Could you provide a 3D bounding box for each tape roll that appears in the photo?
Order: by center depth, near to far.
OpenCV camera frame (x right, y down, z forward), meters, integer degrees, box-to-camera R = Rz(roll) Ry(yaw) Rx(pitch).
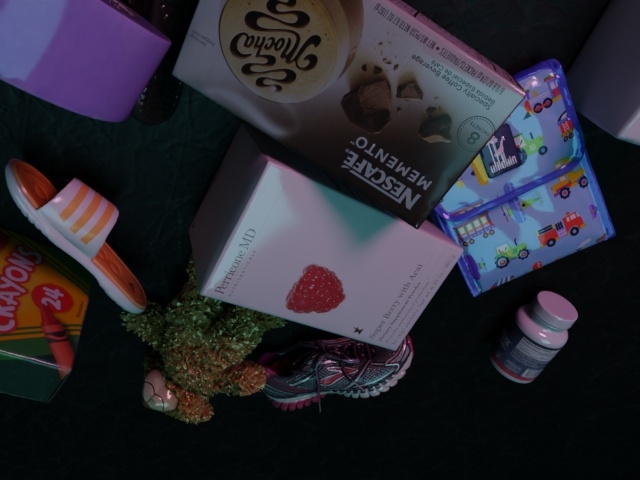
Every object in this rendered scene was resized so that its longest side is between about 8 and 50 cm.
[{"bbox_3d":[-0.220,-0.179,0.372,0.189,0.189,0.080,28,104,-31],"label":"tape roll"}]

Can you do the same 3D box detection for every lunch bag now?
[{"bbox_3d":[0.257,-0.100,0.695,0.221,0.138,0.293,-26,118,9],"label":"lunch bag"}]

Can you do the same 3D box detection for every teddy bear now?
[{"bbox_3d":[-0.193,0.166,0.752,0.338,0.113,0.245,-35,106,25],"label":"teddy bear"}]

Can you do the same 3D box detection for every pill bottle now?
[{"bbox_3d":[0.429,0.192,0.970,0.108,0.108,0.180,6,127,-18],"label":"pill bottle"}]

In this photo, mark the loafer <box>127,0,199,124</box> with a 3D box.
[{"bbox_3d":[-0.170,-0.232,0.490,0.078,0.080,0.219,32,109,16],"label":"loafer"}]

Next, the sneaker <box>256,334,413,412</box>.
[{"bbox_3d":[0.027,0.232,0.899,0.300,0.120,0.112,-18,129,2],"label":"sneaker"}]

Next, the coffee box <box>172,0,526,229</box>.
[{"bbox_3d":[0.028,-0.170,0.493,0.297,0.118,0.168,33,120,-4],"label":"coffee box"}]

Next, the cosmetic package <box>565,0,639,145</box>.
[{"bbox_3d":[0.493,-0.293,0.555,0.218,0.156,0.384,10,127,-20],"label":"cosmetic package"}]

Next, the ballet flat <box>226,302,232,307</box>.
[{"bbox_3d":[-0.204,0.171,0.836,0.058,0.049,0.173,32,116,-34],"label":"ballet flat"}]

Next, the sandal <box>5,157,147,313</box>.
[{"bbox_3d":[-0.292,-0.013,0.636,0.076,0.102,0.265,-31,128,-3],"label":"sandal"}]

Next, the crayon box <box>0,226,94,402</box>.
[{"bbox_3d":[-0.457,0.057,0.581,0.319,0.202,0.081,27,118,-31],"label":"crayon box"}]

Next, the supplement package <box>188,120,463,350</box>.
[{"bbox_3d":[0.000,0.000,0.642,0.293,0.175,0.177,21,108,-28],"label":"supplement package"}]
